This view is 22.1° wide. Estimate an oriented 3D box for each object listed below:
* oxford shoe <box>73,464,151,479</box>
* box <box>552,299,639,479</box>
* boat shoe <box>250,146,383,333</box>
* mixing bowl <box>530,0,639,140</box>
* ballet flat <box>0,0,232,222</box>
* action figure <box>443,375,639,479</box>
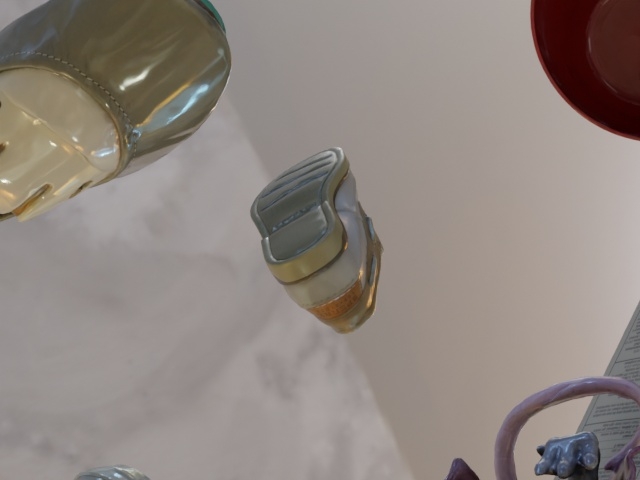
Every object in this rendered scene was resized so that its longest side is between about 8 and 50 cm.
[{"bbox_3d":[-0.106,0.394,1.300,0.130,0.169,0.449,-26,-98,-43],"label":"oxford shoe"},{"bbox_3d":[0.322,0.166,1.449,0.121,0.148,0.311,38,-113,-17],"label":"box"},{"bbox_3d":[0.000,0.000,1.638,0.103,0.113,0.302,58,-166,-19],"label":"boat shoe"},{"bbox_3d":[0.239,-0.150,1.163,0.098,0.181,0.181,47,-156,-81],"label":"mixing bowl"},{"bbox_3d":[-0.115,-0.029,0.585,0.072,0.213,0.068,47,-132,-27],"label":"ballet flat"},{"bbox_3d":[0.164,0.328,1.189,0.370,0.248,0.275,66,-152,-18],"label":"action figure"}]
